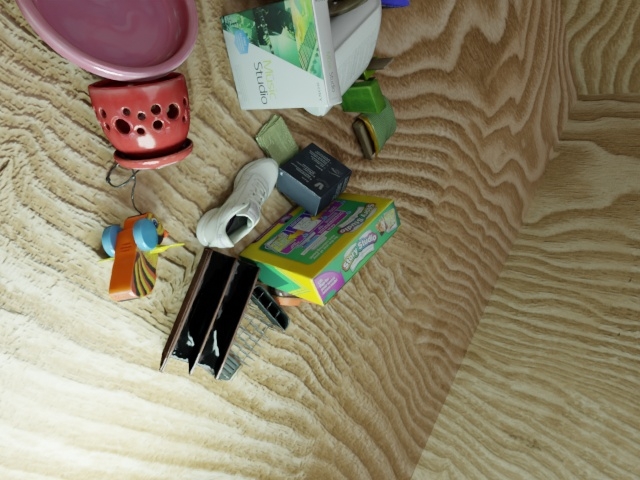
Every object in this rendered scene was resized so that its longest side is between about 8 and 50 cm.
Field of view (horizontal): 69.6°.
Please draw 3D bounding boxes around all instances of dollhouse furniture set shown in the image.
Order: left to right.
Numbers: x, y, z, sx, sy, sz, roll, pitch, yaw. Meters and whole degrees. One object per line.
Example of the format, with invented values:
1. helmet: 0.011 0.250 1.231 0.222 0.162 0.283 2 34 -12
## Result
1. dollhouse furniture set: 0.209 -0.434 1.544 0.197 0.151 0.301 -50 131 -25

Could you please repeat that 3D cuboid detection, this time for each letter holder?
1. letter holder: -0.268 0.182 1.138 0.152 0.214 0.302 22 83 -14

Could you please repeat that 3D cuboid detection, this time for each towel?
1. towel: -0.122 -0.278 1.335 0.110 0.027 0.148 -54 132 -22

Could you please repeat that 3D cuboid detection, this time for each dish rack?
1. dish rack: -0.230 0.276 1.338 0.271 0.074 0.208 -52 132 -22

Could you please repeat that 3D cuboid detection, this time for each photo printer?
1. photo printer: 0.063 -0.543 1.322 0.307 0.107 0.256 -52 169 -22

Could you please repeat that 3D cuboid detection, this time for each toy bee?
1. toy bee: -0.391 -0.002 1.036 0.162 0.195 0.298 52 49 -67

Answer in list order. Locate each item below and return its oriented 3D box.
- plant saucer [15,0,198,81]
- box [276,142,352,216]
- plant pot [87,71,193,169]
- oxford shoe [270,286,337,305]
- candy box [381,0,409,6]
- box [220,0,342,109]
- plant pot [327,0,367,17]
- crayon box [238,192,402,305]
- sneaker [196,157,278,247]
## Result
1. plant saucer: -0.407 -0.456 0.887 0.332 0.084 0.332 11 72 -36
2. box: -0.020 -0.181 1.355 0.158 0.156 0.093 -43 164 -33
3. plant pot: -0.367 -0.255 0.976 0.191 0.191 0.174 -31 130 -37
4. oxford shoe: -0.042 0.153 1.487 0.271 0.097 0.098 3 92 -46
5. candy box: 0.133 -0.850 1.376 0.317 0.122 0.268 -21 117 -42
6. box: -0.100 -0.436 1.100 0.058 0.322 0.232 -33 122 -40
7. plant pot: 0.007 -0.704 1.091 0.323 0.323 0.280 -24 101 -40
8. crayon box: 0.000 0.000 1.326 0.363 0.313 0.106 -43 128 -30
9. sneaker: -0.188 -0.094 1.225 0.305 0.152 0.114 -56 132 -21
